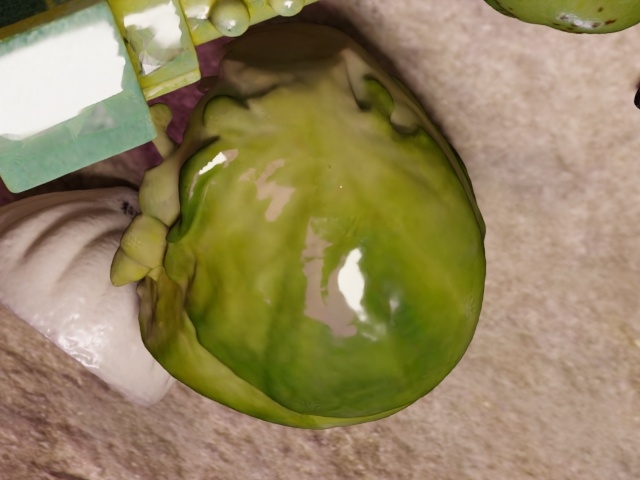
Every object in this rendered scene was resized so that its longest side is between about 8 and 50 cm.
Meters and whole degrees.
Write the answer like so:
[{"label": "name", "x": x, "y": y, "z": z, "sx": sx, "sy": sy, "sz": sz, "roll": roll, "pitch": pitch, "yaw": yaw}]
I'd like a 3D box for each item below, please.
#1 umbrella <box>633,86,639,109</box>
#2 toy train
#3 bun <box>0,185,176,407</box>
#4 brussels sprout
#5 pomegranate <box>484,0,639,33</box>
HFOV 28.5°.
[{"label": "umbrella", "x": 0.363, "y": -0.067, "z": 1.075, "sx": 0.224, "sy": 0.071, "sz": 0.080, "roll": 36, "pitch": 105, "yaw": -12}, {"label": "toy train", "x": -0.085, "y": -0.193, "z": 0.881, "sx": 0.368, "sy": 0.237, "sz": 0.150, "roll": -22, "pitch": 132, "yaw": -6}, {"label": "bun", "x": -0.221, "y": 0.032, "z": 1.278, "sx": 0.263, "sy": 0.175, "sz": 0.263, "roll": 35, "pitch": 172, "yaw": 6}, {"label": "brussels sprout", "x": 0.000, "y": 0.000, "z": 1.109, "sx": 0.314, "sy": 0.276, "sz": 0.371, "roll": 16, "pitch": 128, "yaw": 18}, {"label": "pomegranate", "x": 0.189, "y": -0.256, "z": 0.879, "sx": 0.181, "sy": 0.181, "sz": 0.224, "roll": 21, "pitch": 106, "yaw": -5}]
